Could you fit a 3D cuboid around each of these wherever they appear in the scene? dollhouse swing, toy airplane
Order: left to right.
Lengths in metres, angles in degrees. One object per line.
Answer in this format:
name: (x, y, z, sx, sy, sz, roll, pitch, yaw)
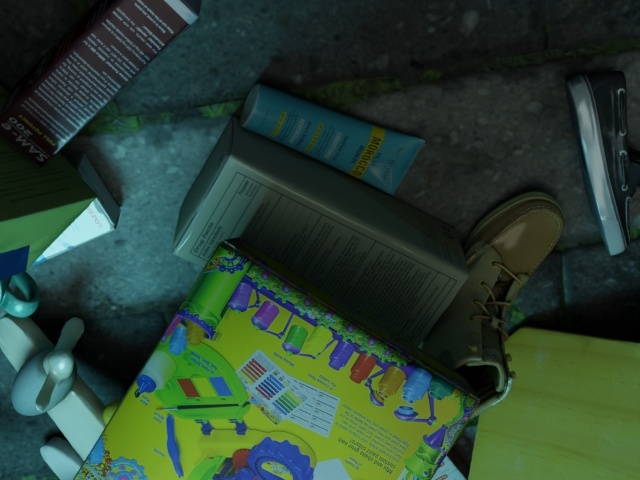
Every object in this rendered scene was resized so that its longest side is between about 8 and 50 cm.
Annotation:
toy airplane: (-0.228, 0.286, 1.315, 0.386, 0.272, 0.384, 9, 109, 13)
dollhouse swing: (0.407, 0.287, 1.367, 0.315, 0.305, 0.346, 18, 79, -41)

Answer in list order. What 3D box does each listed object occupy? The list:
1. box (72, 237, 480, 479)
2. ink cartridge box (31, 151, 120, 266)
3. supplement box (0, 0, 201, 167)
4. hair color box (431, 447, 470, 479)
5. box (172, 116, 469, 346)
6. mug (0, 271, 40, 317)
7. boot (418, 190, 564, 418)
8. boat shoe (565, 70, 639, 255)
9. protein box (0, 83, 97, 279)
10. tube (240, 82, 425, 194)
box: (-0.041, 0.189, 1.096, 0.290, 0.177, 0.279, 32, 91, 0)
ink cartridge box: (-0.309, -0.036, 1.263, 0.123, 0.052, 0.088, -22, 117, 12)
supplement box: (-0.231, -0.198, 1.134, 0.239, 0.130, 0.073, -41, 113, 17)
hair color box: (0.129, 0.296, 1.460, 0.093, 0.053, 0.167, -32, 114, 13)
box: (0.000, 0.000, 1.253, 0.311, 0.121, 0.148, 27, 114, -16)
mug: (-0.420, 0.035, 1.270, 0.130, 0.097, 0.157, -25, 119, 15)
boot: (0.200, 0.080, 1.257, 0.095, 0.203, 0.262, 36, 112, -19)
boat shoe: (0.342, -0.091, 1.246, 0.076, 0.080, 0.228, -15, 111, 8)
protein box: (-0.384, -0.065, 1.125, 0.136, 0.200, 0.201, -42, 86, 19)
tube: (0.012, -0.119, 1.236, 0.207, 0.052, 0.080, 19, 125, -19)
